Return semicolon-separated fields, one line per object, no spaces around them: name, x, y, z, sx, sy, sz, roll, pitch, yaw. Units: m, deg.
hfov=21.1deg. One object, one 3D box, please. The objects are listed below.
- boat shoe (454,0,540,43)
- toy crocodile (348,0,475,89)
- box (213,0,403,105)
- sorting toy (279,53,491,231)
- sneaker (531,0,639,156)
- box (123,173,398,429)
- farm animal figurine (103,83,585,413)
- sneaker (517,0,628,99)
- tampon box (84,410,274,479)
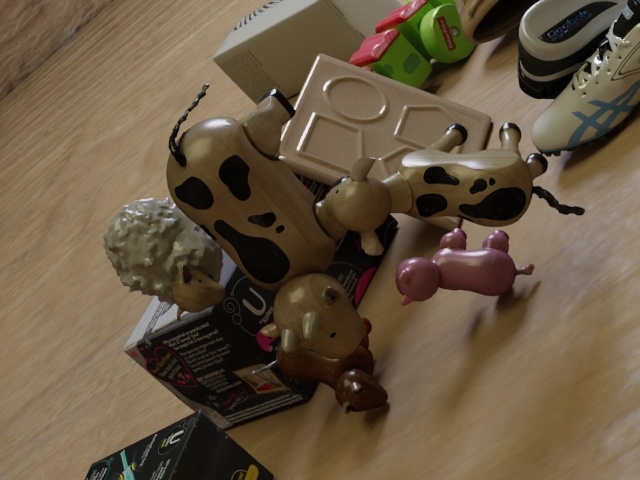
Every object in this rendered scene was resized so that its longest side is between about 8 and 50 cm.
boat shoe;0.273;-0.312;1.817;0.341;0.122;0.110;-28;63;48
toy crocodile;0.076;-0.190;1.960;0.115;0.105;0.340;-18;35;54
box;-0.020;-0.278;2.327;0.275;0.113;0.094;-18;32;51
sorting toy;0.062;-0.096;1.715;0.208;0.193;0.038;-68;-2;-50
sneaker;0.275;-0.167;1.536;0.237;0.086;0.085;-41;22;20
box;-0.061;0.043;1.727;0.163;0.142;0.247;-24;29;47
farm animal figurine;0.000;0.000;1.442;0.330;0.327;0.172;-55;0;32
sneaker;0.274;-0.207;1.629;0.217;0.079;0.121;-26;-24;-14
tampon box;-0.143;0.250;1.547;0.161;0.101;0.120;-29;26;38
